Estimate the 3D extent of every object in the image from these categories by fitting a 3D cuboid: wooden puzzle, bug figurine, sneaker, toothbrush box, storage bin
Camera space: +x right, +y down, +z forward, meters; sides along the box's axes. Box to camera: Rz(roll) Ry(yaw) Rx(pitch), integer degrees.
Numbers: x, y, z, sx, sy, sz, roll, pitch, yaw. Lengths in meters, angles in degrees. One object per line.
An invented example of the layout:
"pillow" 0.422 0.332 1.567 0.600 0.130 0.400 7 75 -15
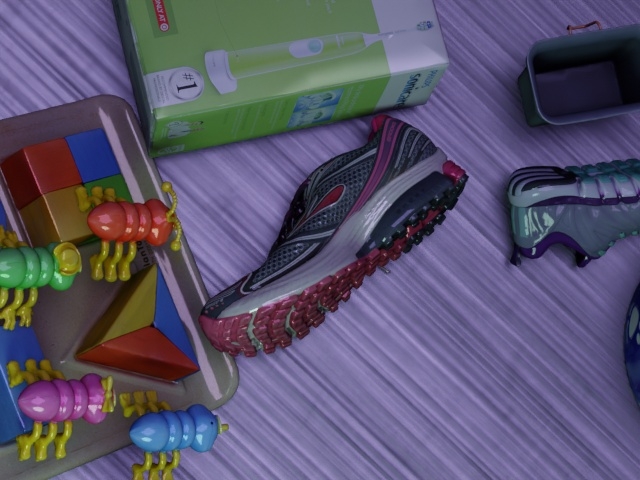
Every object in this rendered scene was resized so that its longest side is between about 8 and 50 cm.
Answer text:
"wooden puzzle" -0.254 0.043 1.619 0.348 0.080 0.322 -20 86 -38
"bug figurine" -0.185 0.077 1.567 0.216 0.072 0.279 -5 77 -41
"sneaker" 0.290 -0.025 1.798 0.223 0.083 0.098 -2 108 -9
"toothbrush box" -0.046 -0.215 1.719 0.283 0.122 0.206 -13 77 -10
"storage bin" 0.257 -0.160 1.789 0.135 0.091 0.098 -11 84 -12
"sneaker" 0.000 0.000 1.717 0.299 0.121 0.112 -38 74 -25

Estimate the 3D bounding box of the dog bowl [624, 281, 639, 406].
"dog bowl" 0.436 0.102 1.778 0.265 0.104 0.265 1 82 -10
